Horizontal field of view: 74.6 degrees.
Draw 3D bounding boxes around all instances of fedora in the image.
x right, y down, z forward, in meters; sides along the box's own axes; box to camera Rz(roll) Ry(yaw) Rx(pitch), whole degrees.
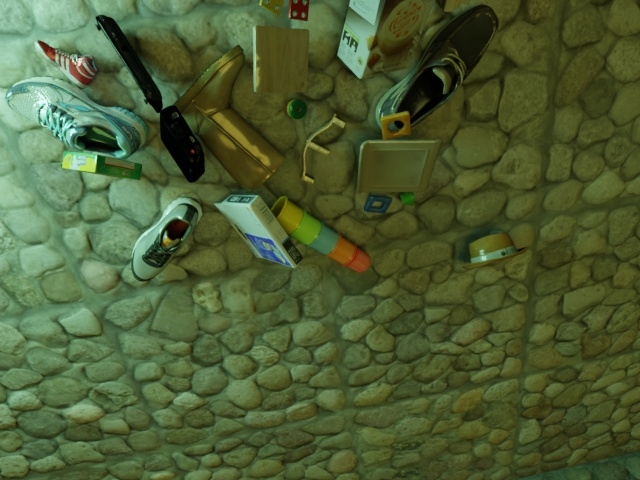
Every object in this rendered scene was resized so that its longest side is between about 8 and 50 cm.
[{"bbox_3d":[0.503,0.025,1.237,0.195,0.194,0.079,-17,82,0],"label":"fedora"}]

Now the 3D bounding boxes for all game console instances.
[{"bbox_3d":[-0.361,-0.296,0.909,0.044,0.213,0.361,-34,100,-18],"label":"game console"}]

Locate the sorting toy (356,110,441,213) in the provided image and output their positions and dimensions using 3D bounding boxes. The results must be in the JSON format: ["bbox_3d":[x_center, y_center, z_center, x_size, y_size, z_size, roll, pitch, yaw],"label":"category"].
[{"bbox_3d":[0.190,-0.193,1.058,0.196,0.047,0.347,-4,146,-2],"label":"sorting toy"}]

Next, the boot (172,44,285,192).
[{"bbox_3d":[-0.184,-0.279,0.995,0.236,0.089,0.269,-36,117,21],"label":"boot"}]

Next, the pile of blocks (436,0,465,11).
[{"bbox_3d":[0.307,-0.661,0.835,0.113,0.149,0.361,-6,117,-6],"label":"pile of blocks"}]

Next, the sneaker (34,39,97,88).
[{"bbox_3d":[-0.539,-0.392,0.900,0.067,0.042,0.118,-36,124,14],"label":"sneaker"}]

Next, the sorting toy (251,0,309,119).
[{"bbox_3d":[-0.094,-0.411,0.936,0.133,0.046,0.274,-14,121,-31],"label":"sorting toy"}]

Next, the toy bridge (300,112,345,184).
[{"bbox_3d":[-0.006,-0.238,1.072,0.063,0.026,0.188,23,111,-18],"label":"toy bridge"}]

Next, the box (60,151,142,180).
[{"bbox_3d":[-0.498,-0.169,0.949,0.105,0.179,0.043,5,93,-54],"label":"box"}]

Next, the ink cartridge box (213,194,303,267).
[{"bbox_3d":[-0.162,-0.028,1.084,0.045,0.208,0.206,-47,121,-23],"label":"ink cartridge box"}]

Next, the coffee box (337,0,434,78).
[{"bbox_3d":[0.140,-0.471,0.852,0.141,0.098,0.246,-23,154,-24],"label":"coffee box"}]

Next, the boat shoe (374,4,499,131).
[{"bbox_3d":[0.284,-0.382,0.984,0.132,0.130,0.355,35,107,-23],"label":"boat shoe"}]

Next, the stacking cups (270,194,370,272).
[{"bbox_3d":[0.000,0.000,1.164,0.316,0.096,0.096,34,107,-25],"label":"stacking cups"}]

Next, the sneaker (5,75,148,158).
[{"bbox_3d":[-0.532,-0.260,0.911,0.283,0.122,0.110,16,131,-15],"label":"sneaker"}]

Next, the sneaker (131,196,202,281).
[{"bbox_3d":[-0.412,0.007,1.091,0.100,0.108,0.271,33,109,-24],"label":"sneaker"}]
